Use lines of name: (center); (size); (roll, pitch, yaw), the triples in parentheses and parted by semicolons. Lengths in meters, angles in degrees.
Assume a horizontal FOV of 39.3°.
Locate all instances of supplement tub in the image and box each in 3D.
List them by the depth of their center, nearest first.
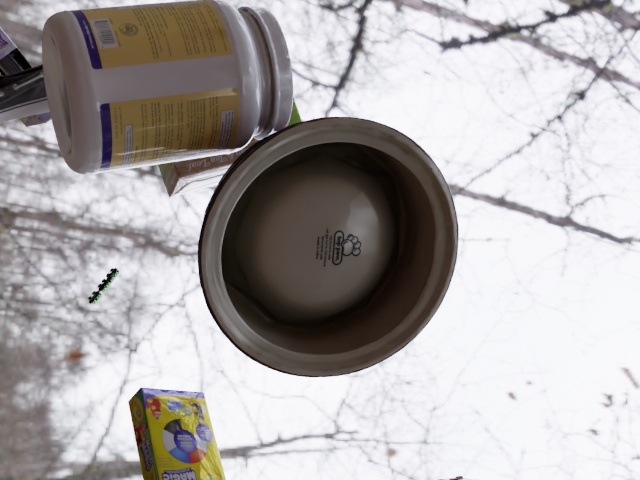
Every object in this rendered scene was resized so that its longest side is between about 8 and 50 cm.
supplement tub: (-0.232, -0.238, 1.359); (0.241, 0.332, 0.240); (169, -90, -67)

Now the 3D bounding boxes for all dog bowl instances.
dog bowl: (0.000, 0.000, 1.400); (0.150, 0.408, 0.407); (-139, -114, -68)

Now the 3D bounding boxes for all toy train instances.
toy train: (-0.402, 0.085, 1.667); (0.017, 0.024, 0.083); (39, -89, 16)

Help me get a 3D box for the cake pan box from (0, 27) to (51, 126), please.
cake pan box: (-0.741, -0.392, 2.166); (0.070, 0.245, 0.267); (-45, -156, -18)

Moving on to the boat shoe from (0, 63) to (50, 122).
boat shoe: (-0.659, -0.293, 1.805); (0.301, 0.102, 0.108); (-11, -147, 7)

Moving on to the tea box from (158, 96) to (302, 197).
tea box: (-0.248, -0.313, 2.162); (0.220, 0.329, 0.323); (148, -77, -72)

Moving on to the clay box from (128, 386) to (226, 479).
clay box: (-0.229, 0.349, 1.459); (0.053, 0.128, 0.222); (-48, -133, 32)

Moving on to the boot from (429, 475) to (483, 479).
boot: (0.161, 0.479, 1.635); (0.283, 0.220, 0.109); (-37, -119, 53)
